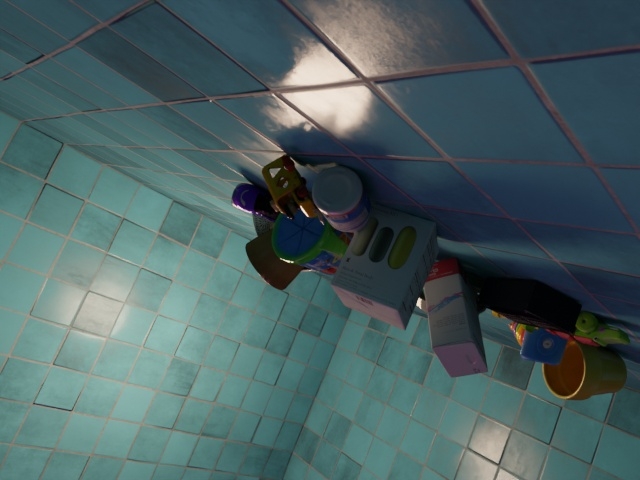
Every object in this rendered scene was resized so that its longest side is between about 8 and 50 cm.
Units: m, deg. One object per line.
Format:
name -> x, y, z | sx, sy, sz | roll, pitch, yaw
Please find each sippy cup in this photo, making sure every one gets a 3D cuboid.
sippy cup -> 0.000, 0.000, 1.659 | 0.224, 0.240, 0.306 | 35, -150, -46

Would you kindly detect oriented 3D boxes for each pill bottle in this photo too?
pill bottle -> 0.062, -0.093, 1.309 | 0.124, 0.124, 0.221 | 21, 172, 17

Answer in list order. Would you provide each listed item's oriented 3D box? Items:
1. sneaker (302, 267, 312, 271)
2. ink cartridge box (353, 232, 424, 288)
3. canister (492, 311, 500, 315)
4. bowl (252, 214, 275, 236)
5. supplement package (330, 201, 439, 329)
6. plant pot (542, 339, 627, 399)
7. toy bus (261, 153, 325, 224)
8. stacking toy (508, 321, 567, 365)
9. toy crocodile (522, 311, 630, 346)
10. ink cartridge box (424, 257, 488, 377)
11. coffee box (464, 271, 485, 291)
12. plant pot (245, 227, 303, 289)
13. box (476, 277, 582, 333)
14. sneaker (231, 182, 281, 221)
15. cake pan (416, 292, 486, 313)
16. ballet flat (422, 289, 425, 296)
sneaker -> 0.046, 0.116, 2.221 | 0.257, 0.169, 0.447 | -5, -172, -28
ink cartridge box -> 0.201, -0.003, 1.772 | 0.308, 0.091, 0.385 | 18, 153, 37
canister -> 0.743, 0.272, 1.944 | 0.169, 0.074, 0.126 | 17, 170, 28
bowl -> -0.219, -0.085, 2.141 | 0.080, 0.170, 0.170 | -9, 165, 9
supplement package -> 0.187, 0.072, 1.442 | 0.199, 0.263, 0.198 | 20, 162, 23
plant pot -> 1.075, 0.520, 2.082 | 0.238, 0.254, 0.254 | 10, 175, -12
toy bus -> -0.079, -0.116, 1.323 | 0.191, 0.104, 0.202 | 60, -174, -12
stacking toy -> 0.864, 0.383, 2.136 | 0.175, 0.166, 0.302 | 12, -176, -5
toy crocodile -> 0.819, 0.284, 1.685 | 0.115, 0.105, 0.340 | 29, 170, -36
ink cartridge box -> 0.427, 0.246, 1.652 | 0.131, 0.306, 0.226 | -15, 136, 22
coffee box -> 0.530, 0.151, 1.863 | 0.113, 0.041, 0.184 | 25, 172, -6
plant pot -> -0.123, 0.024, 2.033 | 0.237, 0.254, 0.237 | 47, -167, -15
box -> 0.650, 0.200, 1.635 | 0.184, 0.103, 0.261 | 23, 173, -14
sneaker -> -0.187, -0.128, 1.883 | 0.146, 0.102, 0.293 | 17, 177, 37
cake pan -> 0.476, 0.225, 1.956 | 0.292, 0.054, 0.293 | 11, -160, -4
ballet flat -> 0.387, 0.143, 1.896 | 0.231, 0.077, 0.077 | -123, 15, -57
